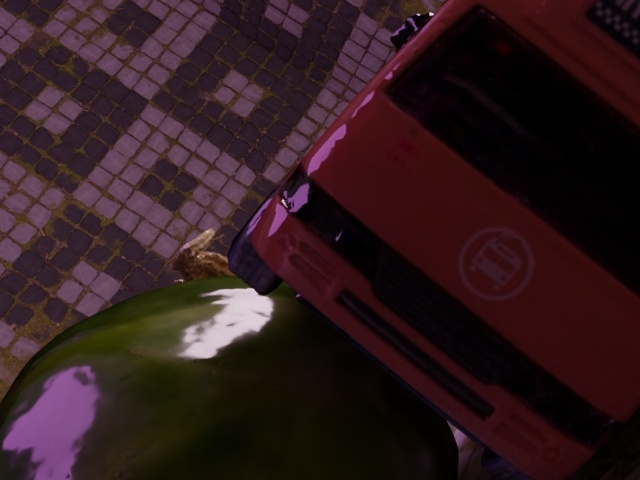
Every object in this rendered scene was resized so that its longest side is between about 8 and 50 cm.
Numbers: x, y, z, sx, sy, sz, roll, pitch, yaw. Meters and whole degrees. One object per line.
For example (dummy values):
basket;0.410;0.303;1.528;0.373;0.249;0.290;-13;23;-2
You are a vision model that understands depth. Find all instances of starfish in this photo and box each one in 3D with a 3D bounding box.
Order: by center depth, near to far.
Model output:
starfish;-0.102;0.070;1.180;0.302;0.299;0.060;-30;56;31

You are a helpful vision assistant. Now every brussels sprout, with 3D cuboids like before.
brussels sprout;-0.057;0.158;0.611;0.354;0.281;0.289;-32;-36;-51

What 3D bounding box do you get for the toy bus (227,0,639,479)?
toy bus;0.118;-0.038;0.610;0.233;0.203;0.427;-52;-1;14
